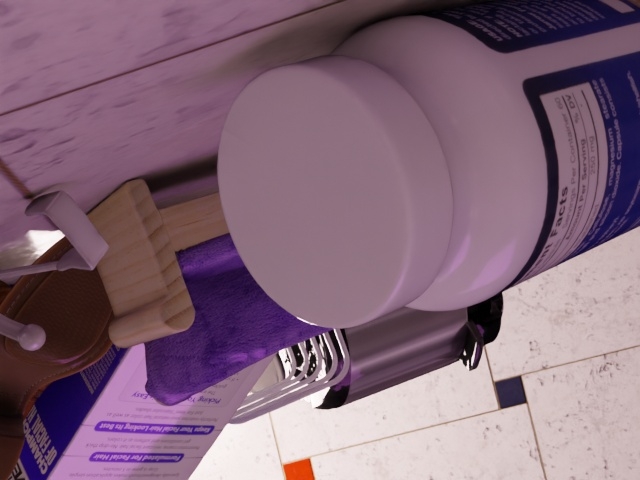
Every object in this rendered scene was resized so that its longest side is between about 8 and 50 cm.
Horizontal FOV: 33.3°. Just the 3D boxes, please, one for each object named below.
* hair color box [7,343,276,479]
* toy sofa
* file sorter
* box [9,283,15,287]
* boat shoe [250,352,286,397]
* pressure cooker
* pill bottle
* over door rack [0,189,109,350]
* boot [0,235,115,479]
[{"bbox_3d":[-0.179,0.145,1.104,0.185,0.110,0.339,13,118,-45],"label":"hair color box"},{"bbox_3d":[0.000,0.000,0.908,0.362,0.177,0.150,-19,179,-29],"label":"toy sofa"},{"bbox_3d":[-0.099,0.129,1.376,0.193,0.173,0.277,-21,179,-18],"label":"file sorter"},{"bbox_3d":[-0.356,0.188,1.282,0.103,0.261,0.184,-21,179,10],"label":"box"},{"bbox_3d":[-0.161,0.150,1.983,0.116,0.319,0.099,-46,167,21],"label":"boat shoe"},{"bbox_3d":[0.111,0.079,1.962,0.420,0.370,0.375,-17,-179,-21],"label":"pressure cooker"},{"bbox_3d":[0.084,-0.050,0.575,0.264,0.153,0.153,-19,178,-42],"label":"pill bottle"},{"bbox_3d":[-0.277,0.121,0.746,0.324,0.108,0.239,-21,-147,50],"label":"over door rack"},{"bbox_3d":[-0.285,0.082,1.036,0.109,0.283,0.220,22,-170,-26],"label":"boot"}]
